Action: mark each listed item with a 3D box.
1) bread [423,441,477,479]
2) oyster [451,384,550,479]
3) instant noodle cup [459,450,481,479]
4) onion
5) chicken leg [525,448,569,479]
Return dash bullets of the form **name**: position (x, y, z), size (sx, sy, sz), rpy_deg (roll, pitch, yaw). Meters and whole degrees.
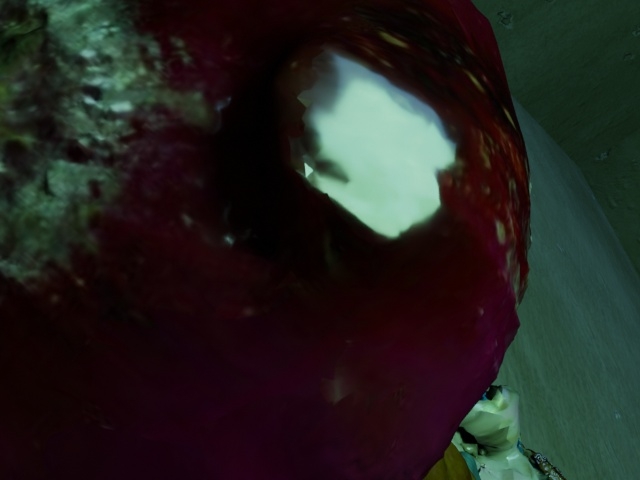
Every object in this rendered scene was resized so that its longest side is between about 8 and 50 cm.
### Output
- **bread**: position (0.054, 0.292, 0.569), size (0.324, 0.167, 0.277), rpy_deg (62, 21, -6)
- **oyster**: position (0.172, 0.232, 0.998), size (0.259, 0.092, 0.198), rpy_deg (-9, 65, -55)
- **instant noodle cup**: position (0.109, 0.265, 0.773), size (0.157, 0.070, 0.179), rpy_deg (-62, 137, -63)
- **onion**: position (-0.055, 0.015, 0.531), size (0.420, 0.398, 0.398), rpy_deg (55, 15, -48)
- **chicken leg**: position (0.294, 0.327, 1.165), size (0.145, 0.037, 0.062), rpy_deg (52, 45, -6)
